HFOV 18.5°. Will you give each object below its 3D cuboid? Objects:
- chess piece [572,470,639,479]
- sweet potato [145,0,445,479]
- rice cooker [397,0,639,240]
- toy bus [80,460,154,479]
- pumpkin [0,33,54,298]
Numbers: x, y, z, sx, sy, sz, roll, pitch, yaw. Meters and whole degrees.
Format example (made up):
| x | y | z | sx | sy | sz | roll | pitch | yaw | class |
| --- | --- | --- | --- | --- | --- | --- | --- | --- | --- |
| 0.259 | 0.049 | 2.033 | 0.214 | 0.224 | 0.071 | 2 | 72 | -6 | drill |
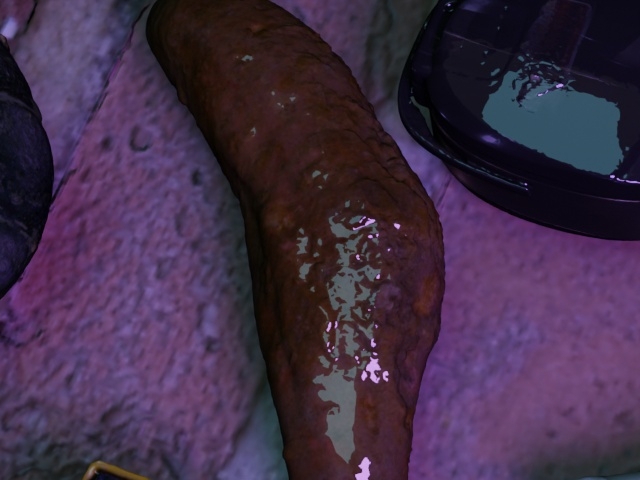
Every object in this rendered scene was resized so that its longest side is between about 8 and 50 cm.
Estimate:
| x | y | z | sx | sy | sz | roll | pitch | yaw | class |
| --- | --- | --- | --- | --- | --- | --- | --- | --- | --- |
| 0.167 | 0.194 | 0.815 | 0.176 | 0.175 | 0.298 | 10 | 55 | 15 | chess piece |
| 0.002 | -0.003 | 0.956 | 0.114 | 0.092 | 0.341 | -32 | 61 | 24 | sweet potato |
| 0.123 | -0.065 | 0.949 | 0.165 | 0.106 | 0.112 | 17 | 71 | 22 | rice cooker |
| -0.110 | 0.270 | 0.833 | 0.121 | 0.123 | 0.335 | 18 | 71 | 16 | toy bus |
| -0.227 | -0.031 | 0.979 | 0.190 | 0.146 | 0.190 | -3 | 83 | 25 | pumpkin |
